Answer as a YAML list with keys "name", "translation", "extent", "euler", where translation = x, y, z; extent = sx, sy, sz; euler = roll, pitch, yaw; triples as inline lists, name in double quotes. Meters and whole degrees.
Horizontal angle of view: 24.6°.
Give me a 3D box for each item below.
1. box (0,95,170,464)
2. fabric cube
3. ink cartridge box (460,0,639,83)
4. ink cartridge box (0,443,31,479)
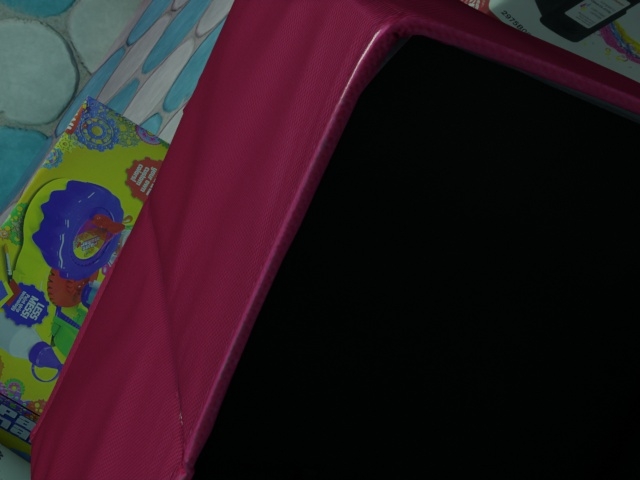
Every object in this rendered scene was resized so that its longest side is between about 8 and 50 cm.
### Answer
- name: "box"
  translation: [-0.228, 0.086, 1.268]
  extent: [0.279, 0.177, 0.290]
  euler: [-48, 13, 50]
- name: "fabric cube"
  translation: [0.057, 0.061, 0.512]
  extent: [0.259, 0.254, 0.258]
  euler: [-65, 15, 13]
- name: "ink cartridge box"
  translation: [0.183, -0.146, 0.883]
  extent: [0.175, 0.127, 0.072]
  euler: [-31, 29, 48]
- name: "ink cartridge box"
  translation: [-0.308, 0.260, 1.067]
  extent: [0.198, 0.270, 0.197]
  euler: [-45, 20, 22]
